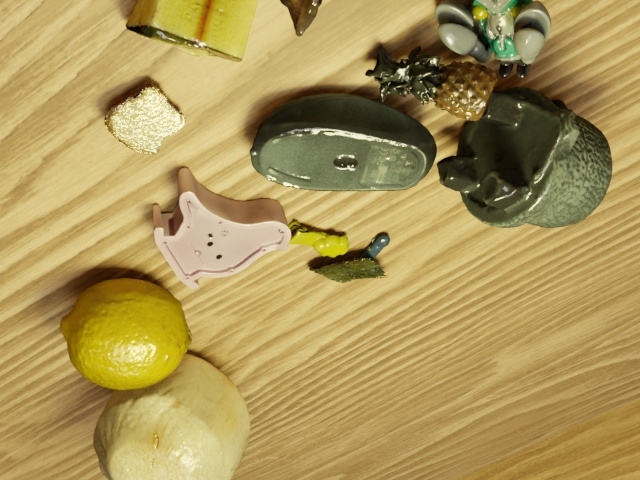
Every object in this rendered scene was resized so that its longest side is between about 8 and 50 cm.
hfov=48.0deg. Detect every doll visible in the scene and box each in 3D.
[{"bbox_3d":[0.336,-0.376,1.281,0.258,0.153,0.195,30,153,-32],"label":"doll"},{"bbox_3d":[0.129,0.026,1.774,0.037,0.027,0.125,16,133,-31],"label":"doll"}]

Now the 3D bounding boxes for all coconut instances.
[{"bbox_3d":[-0.379,0.496,1.890,0.415,0.415,0.345,27,113,-39],"label":"coconut"}]

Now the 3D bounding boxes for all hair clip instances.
[{"bbox_3d":[0.000,0.000,1.686,0.173,0.046,0.072,20,132,-37],"label":"hair clip"}]

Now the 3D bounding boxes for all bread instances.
[{"bbox_3d":[-0.187,-0.429,1.145,0.167,0.163,0.264,13,99,-31],"label":"bread"},{"bbox_3d":[-0.323,-0.226,1.329,0.126,0.044,0.129,-34,134,10],"label":"bread"}]

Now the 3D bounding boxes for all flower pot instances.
[{"bbox_3d":[0.419,-0.170,1.451,0.282,0.299,0.299,8,134,-31],"label":"flower pot"}]

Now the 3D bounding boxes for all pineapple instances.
[{"bbox_3d":[0.201,-0.294,1.335,0.237,0.111,0.119,17,106,5],"label":"pineapple"}]

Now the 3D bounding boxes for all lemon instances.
[{"bbox_3d":[-0.431,0.213,1.633,0.310,0.254,0.253,15,131,-32],"label":"lemon"}]

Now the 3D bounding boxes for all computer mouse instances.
[{"bbox_3d":[0.045,-0.189,1.435,0.373,0.114,0.203,4,139,-11],"label":"computer mouse"}]

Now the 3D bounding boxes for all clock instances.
[{"bbox_3d":[-0.221,-0.042,1.541,0.275,0.080,0.290,-20,141,4],"label":"clock"}]

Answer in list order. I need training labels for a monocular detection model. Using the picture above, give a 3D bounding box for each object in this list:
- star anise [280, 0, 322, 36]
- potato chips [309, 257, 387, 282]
[{"bbox_3d":[-0.016,-0.461,1.069,0.315,0.108,0.315,-14,119,-27],"label":"star anise"},{"bbox_3d":[0.076,0.074,1.785,0.209,0.026,0.142,15,147,-35],"label":"potato chips"}]
